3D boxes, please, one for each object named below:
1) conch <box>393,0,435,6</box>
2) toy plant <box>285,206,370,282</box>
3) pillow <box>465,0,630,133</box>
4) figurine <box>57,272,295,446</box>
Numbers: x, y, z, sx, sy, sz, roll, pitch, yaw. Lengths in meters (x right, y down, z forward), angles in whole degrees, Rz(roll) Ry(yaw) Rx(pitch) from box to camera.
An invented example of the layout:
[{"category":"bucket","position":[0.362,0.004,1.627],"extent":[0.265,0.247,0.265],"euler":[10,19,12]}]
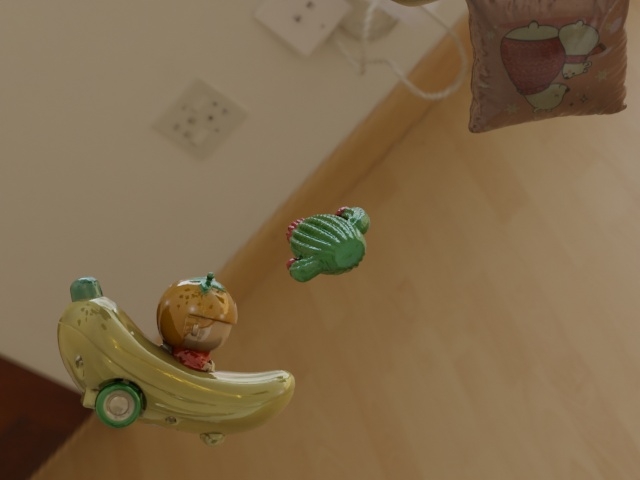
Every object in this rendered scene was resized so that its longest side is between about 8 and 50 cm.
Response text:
[{"category":"conch","position":[0.193,-0.440,1.954],"extent":[0.255,0.127,0.158],"euler":[5,108,28]},{"category":"toy plant","position":[0.012,-0.004,2.108],"extent":[0.154,0.088,0.240],"euler":[-28,19,10]},{"category":"pillow","position":[0.311,-0.256,1.739],"extent":[0.236,0.223,0.084],"euler":[-7,35,5]},{"category":"figurine","position":[-0.187,0.149,1.687],"extent":[0.124,0.324,0.222],"euler":[160,123,-76]}]
